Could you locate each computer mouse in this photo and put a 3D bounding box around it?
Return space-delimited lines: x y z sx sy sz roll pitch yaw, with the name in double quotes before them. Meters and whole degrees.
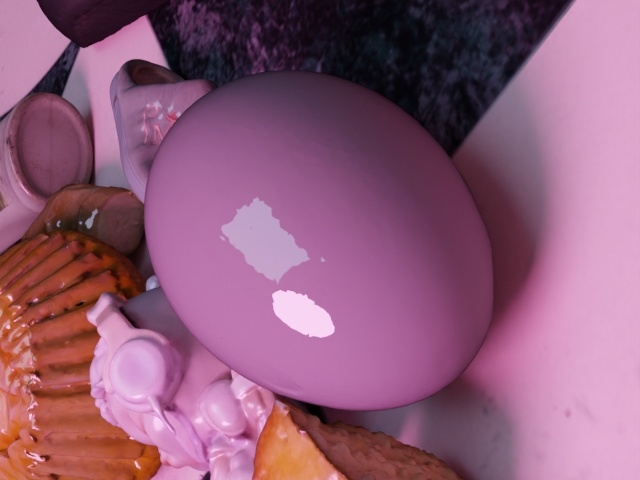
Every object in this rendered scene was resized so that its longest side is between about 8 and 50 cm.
"computer mouse" -0.194 -0.281 1.029 0.269 0.100 0.170 -15 73 50

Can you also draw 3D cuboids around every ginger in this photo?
"ginger" -0.220 0.008 1.020 0.095 0.069 0.190 46 123 6

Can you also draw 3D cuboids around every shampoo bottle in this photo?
"shampoo bottle" -0.318 -0.051 1.145 0.234 0.087 0.118 -25 64 47

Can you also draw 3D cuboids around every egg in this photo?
"egg" 0.000 0.000 0.648 0.232 0.176 0.176 35 110 42

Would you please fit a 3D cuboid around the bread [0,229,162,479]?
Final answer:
"bread" -0.214 0.105 0.914 0.240 0.139 0.240 4 95 43

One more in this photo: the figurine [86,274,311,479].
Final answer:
"figurine" -0.077 0.115 0.742 0.141 0.162 0.237 -42 56 0

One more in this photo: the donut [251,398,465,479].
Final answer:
"donut" 0.067 0.220 0.565 0.295 0.112 0.151 44 123 46

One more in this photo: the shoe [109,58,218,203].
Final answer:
"shoe" -0.113 -0.094 0.895 0.078 0.079 0.195 -64 35 31
